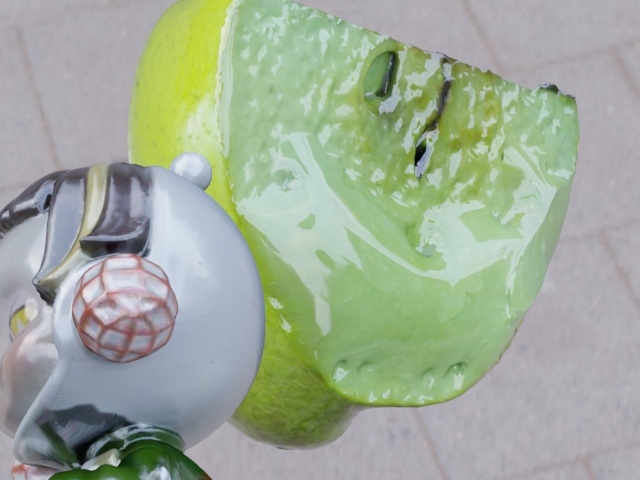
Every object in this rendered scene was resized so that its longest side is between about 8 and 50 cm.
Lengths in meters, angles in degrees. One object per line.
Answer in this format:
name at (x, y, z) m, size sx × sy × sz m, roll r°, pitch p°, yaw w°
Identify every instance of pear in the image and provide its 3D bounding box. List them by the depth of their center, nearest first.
pear at (0.000, 0.000, 1.331) m, size 0.342 × 0.238 × 0.318 m, roll 16°, pitch 76°, yaw -34°

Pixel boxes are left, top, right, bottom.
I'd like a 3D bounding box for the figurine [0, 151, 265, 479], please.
figurine at (-0.107, 0.108, 1.001) m, size 0.167 × 0.281 × 0.370 m, roll 2°, pitch 60°, yaw -18°
